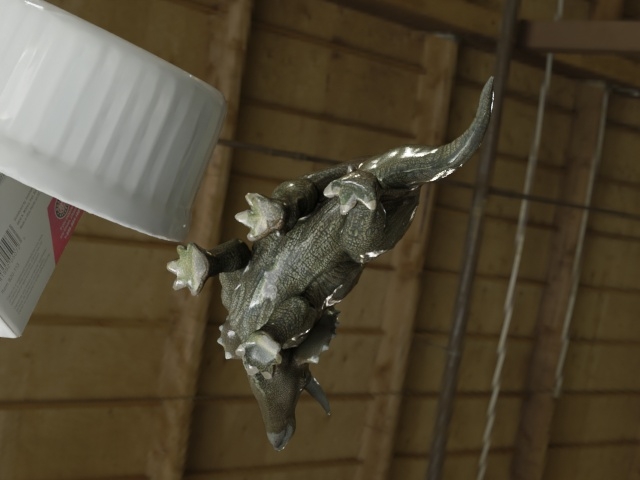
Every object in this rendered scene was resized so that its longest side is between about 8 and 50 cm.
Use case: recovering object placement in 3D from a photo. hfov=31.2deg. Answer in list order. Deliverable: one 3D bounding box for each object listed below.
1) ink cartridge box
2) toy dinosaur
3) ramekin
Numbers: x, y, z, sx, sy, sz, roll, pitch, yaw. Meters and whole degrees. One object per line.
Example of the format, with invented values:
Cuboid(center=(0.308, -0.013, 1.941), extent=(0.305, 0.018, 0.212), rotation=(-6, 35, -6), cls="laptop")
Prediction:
Cuboid(center=(-0.383, -0.063, 1.208), extent=(0.283, 0.117, 0.207), rotation=(67, -146, -47), cls="ink cartridge box")
Cuboid(center=(0.000, 0.000, 0.774), extent=(0.313, 0.121, 0.160), rotation=(-58, -12, 16), cls="toy dinosaur")
Cuboid(center=(-0.215, -0.117, 0.990), extent=(0.277, 0.277, 0.135), rotation=(23, -87, -45), cls="ramekin")
